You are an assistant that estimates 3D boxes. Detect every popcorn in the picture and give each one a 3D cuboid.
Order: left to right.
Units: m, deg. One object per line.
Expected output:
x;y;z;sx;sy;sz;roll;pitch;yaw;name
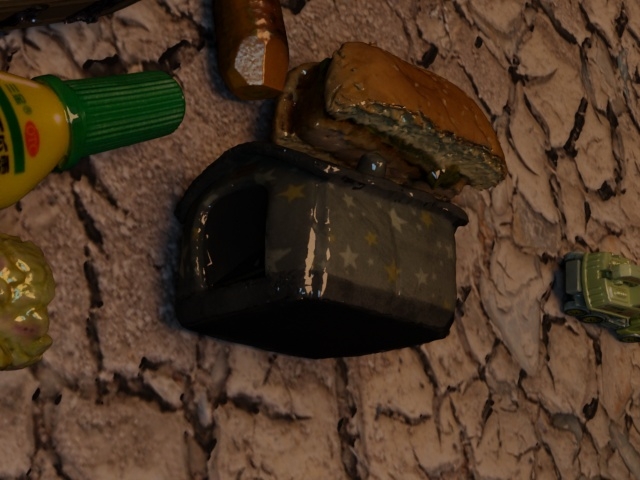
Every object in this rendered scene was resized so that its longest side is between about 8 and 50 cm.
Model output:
-0.233;0.038;0.950;0.089;0.097;0.109;-17;75;-52;popcorn

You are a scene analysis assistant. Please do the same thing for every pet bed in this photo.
0.000;0.000;1.150;0.211;0.183;0.159;18;66;-44;pet bed

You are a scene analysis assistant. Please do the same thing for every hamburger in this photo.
0.073;-0.115;1.309;0.262;0.124;0.130;24;52;-47;hamburger

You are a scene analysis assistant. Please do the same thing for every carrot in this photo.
-0.073;-0.281;1.260;0.066;0.066;0.314;9;70;-46;carrot

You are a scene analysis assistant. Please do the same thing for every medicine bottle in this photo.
-0.222;-0.082;1.018;0.309;0.076;0.111;-18;92;-50;medicine bottle

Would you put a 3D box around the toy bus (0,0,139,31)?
-0.243;-0.224;0.998;0.290;0.139;0.157;-20;92;-51;toy bus

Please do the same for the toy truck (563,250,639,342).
0.352;0.060;1.579;0.169;0.100;0.077;25;61;-40;toy truck
